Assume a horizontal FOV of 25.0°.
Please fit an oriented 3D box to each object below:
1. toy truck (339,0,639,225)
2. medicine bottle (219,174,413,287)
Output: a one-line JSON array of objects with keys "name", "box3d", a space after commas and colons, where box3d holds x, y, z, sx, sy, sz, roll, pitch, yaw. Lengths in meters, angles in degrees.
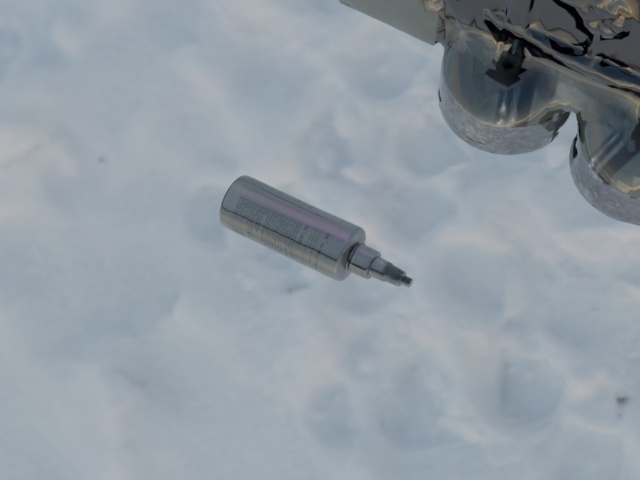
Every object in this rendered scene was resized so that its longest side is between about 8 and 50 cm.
[{"name": "toy truck", "box3d": [0.058, -0.099, 0.374, 0.253, 0.124, 0.114, 29, 152, 15]}, {"name": "medicine bottle", "box3d": [0.000, 0.000, 1.371, 0.199, 0.057, 0.057, 25, 106, 21]}]
